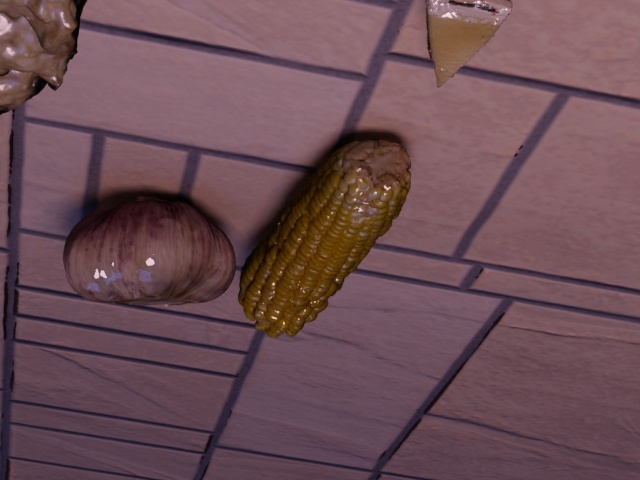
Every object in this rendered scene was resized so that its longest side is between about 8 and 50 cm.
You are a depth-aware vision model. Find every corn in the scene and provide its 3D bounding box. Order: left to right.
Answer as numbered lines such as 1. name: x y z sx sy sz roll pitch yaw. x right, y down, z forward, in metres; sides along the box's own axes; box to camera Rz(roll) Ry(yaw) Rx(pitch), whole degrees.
1. corn: 0.000 0.000 1.430 0.097 0.097 0.320 13 152 -14

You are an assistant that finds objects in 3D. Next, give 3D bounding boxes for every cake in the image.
1. cake: 0.102 -0.153 1.135 0.065 0.052 0.121 2 153 3

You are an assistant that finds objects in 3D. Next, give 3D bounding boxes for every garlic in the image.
1. garlic: -0.160 0.010 1.475 0.159 0.102 0.147 1 170 -12

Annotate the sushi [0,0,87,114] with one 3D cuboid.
1. sushi: -0.309 -0.166 1.029 0.350 0.171 0.211 -11 159 14
